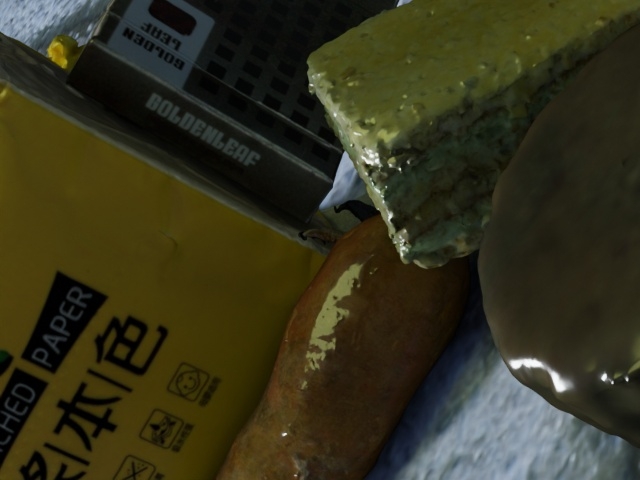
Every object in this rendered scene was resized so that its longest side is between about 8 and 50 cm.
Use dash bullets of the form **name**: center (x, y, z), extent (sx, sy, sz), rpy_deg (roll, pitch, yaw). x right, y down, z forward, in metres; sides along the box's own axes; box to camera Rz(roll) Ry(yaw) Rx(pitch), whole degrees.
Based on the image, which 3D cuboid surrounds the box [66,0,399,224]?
- **box**: center (-0.042, -0.163, 1.256), extent (0.047, 0.180, 0.325), rpy_deg (-52, 12, 39)

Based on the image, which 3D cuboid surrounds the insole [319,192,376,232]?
- **insole**: center (0.000, 0.000, 1.292), extent (0.192, 0.010, 0.063), rpy_deg (-28, 41, 49)

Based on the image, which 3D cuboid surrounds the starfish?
- **starfish**: center (0.044, -0.013, 1.145), extent (0.130, 0.041, 0.133), rpy_deg (-26, 4, -26)

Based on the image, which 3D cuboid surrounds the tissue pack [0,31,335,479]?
- **tissue pack**: center (-0.196, 0.092, 1.209), extent (0.382, 0.293, 0.228), rpy_deg (-58, 20, 10)

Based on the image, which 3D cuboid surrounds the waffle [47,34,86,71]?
- **waffle**: center (-0.279, -0.051, 1.738), extent (0.260, 0.069, 0.293), rpy_deg (-39, 45, 47)

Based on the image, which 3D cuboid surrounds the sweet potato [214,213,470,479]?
- **sweet potato**: center (-0.002, 0.104, 1.097), extent (0.292, 0.097, 0.097), rpy_deg (-57, 26, 9)

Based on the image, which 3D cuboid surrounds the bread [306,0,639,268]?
- **bread**: center (0.103, -0.084, 1.036), extent (0.196, 0.102, 0.138), rpy_deg (-29, 36, -3)

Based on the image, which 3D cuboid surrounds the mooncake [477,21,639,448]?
- **mooncake**: center (0.188, -0.006, 0.830), extent (0.228, 0.124, 0.228), rpy_deg (-41, 29, 28)
